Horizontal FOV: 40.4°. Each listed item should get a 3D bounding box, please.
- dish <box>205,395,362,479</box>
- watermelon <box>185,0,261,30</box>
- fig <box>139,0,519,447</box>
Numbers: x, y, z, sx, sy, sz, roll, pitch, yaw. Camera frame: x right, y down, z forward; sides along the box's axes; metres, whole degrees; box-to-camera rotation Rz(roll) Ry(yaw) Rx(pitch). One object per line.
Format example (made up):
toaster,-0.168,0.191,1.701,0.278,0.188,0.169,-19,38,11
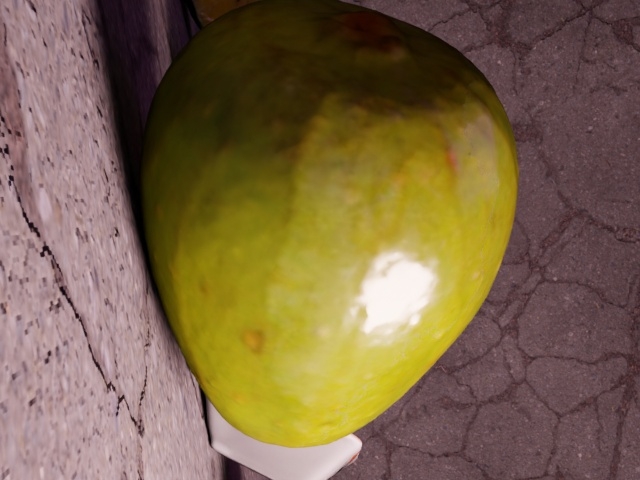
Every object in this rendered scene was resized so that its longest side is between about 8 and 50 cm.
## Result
dish,-0.044,0.184,0.801,0.064,0.154,0.234,-63,171,-17
watermelon,-0.146,-0.392,1.305,0.301,0.129,0.123,76,0,-45
fig,0.000,0.000,0.618,0.258,0.258,0.326,-104,-162,-62
